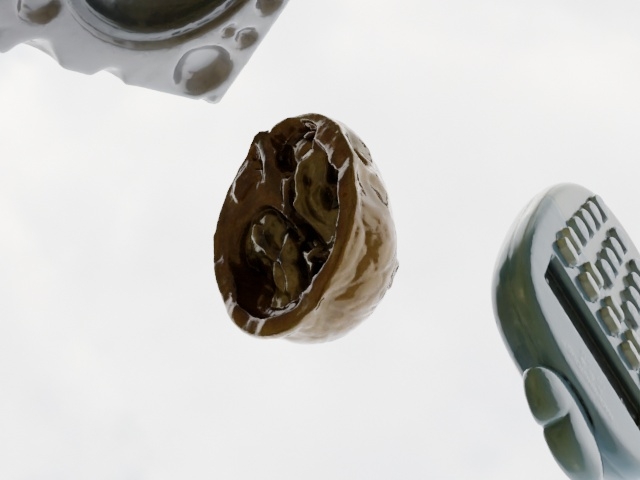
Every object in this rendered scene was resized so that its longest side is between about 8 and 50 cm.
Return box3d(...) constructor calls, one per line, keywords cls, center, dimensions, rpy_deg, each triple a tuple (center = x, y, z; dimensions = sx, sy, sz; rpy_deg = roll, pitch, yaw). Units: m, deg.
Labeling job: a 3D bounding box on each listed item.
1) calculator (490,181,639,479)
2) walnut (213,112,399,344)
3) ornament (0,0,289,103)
box3d(cls="calculator", center=(0.185, 0.063, 1.055), dimensions=(0.042, 0.303, 0.188), rpy_deg=(-26, -77, 30))
box3d(cls="walnut", center=(0.000, 0.000, 0.656), dimensions=(0.091, 0.052, 0.121), rpy_deg=(-47, -146, 23))
box3d(cls="ornament", center=(-0.153, -0.285, 1.172), dimensions=(0.239, 0.240, 0.240), rpy_deg=(-54, -133, 27))
